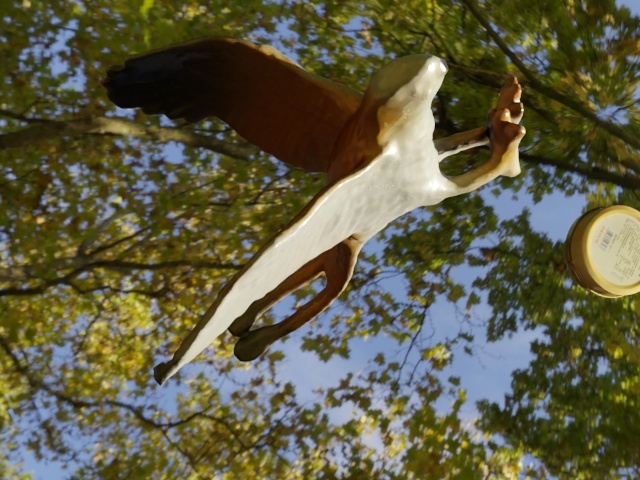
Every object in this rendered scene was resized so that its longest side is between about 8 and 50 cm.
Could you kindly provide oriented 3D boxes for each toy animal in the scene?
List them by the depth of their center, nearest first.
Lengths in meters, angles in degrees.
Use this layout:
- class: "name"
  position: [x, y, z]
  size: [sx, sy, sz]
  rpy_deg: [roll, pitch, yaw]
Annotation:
- class: "toy animal"
  position: [0.021, -0.009, 0.629]
  size: [0.302, 0.284, 0.225]
  rpy_deg: [-21, -118, 7]

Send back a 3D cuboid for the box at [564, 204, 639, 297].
- class: "box"
  position: [0.330, 0.012, 0.945]
  size: [0.105, 0.037, 0.105]
  rpy_deg: [2, -96, -15]
